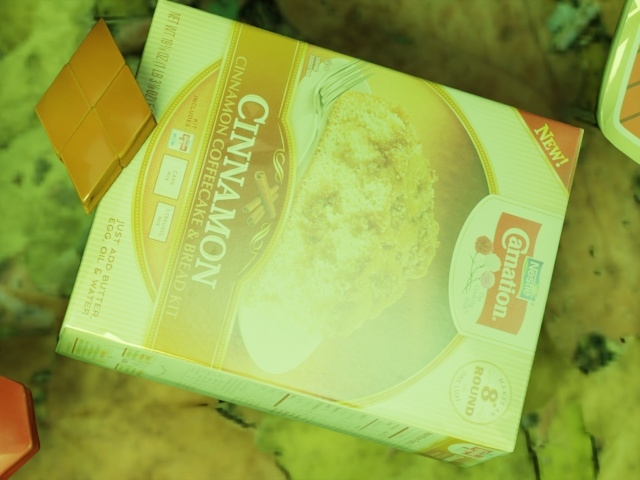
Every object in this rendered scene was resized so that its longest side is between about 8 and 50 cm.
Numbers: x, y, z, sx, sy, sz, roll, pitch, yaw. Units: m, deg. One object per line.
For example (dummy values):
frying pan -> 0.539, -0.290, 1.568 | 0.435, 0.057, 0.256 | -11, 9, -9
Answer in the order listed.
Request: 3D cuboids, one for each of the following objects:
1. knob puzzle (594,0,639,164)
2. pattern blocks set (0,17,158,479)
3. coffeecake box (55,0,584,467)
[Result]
knob puzzle -> 0.213, -0.083, 0.732 | 0.213, 0.030, 0.213 | -4, 119, -7
pattern blocks set -> -0.209, -0.045, 0.667 | 0.285, 0.026, 0.325 | 11, 75, 6
coffeecake box -> 0.000, 0.000, 0.706 | 0.185, 0.068, 0.142 | 16, 75, -8
